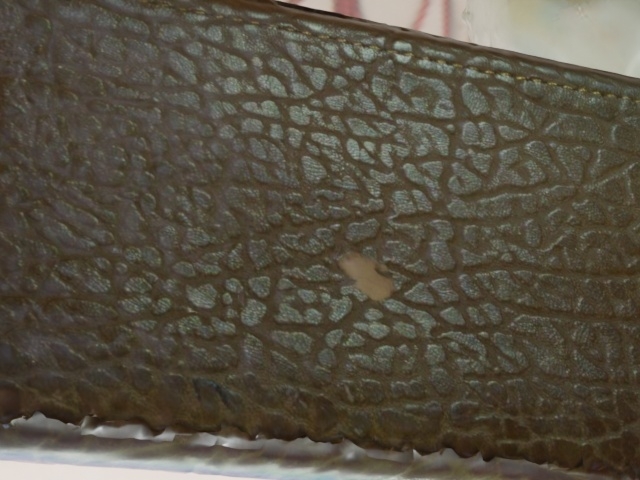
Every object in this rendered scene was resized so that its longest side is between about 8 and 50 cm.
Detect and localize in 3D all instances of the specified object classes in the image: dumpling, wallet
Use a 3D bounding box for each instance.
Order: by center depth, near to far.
[{"bbox_3d":[0.000,0.000,0.408,0.243,0.133,0.039,8,145,-29],"label":"wallet"},{"bbox_3d":[0.115,-0.054,0.638,0.092,0.176,0.150,-40,142,-11],"label":"dumpling"}]
